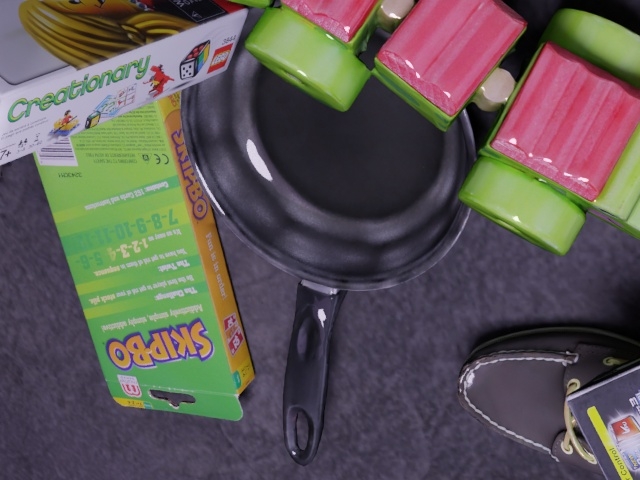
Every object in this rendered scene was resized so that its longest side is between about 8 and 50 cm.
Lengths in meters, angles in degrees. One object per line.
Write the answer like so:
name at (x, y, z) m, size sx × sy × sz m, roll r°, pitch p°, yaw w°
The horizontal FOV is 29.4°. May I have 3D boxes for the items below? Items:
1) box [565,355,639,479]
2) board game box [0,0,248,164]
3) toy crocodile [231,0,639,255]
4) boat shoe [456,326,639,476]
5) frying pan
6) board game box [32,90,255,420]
box at (0.273, 0.148, 0.575) m, size 0.216 × 0.060 × 0.270 m, roll -33°, pitch 79°, yaw 35°
board game box at (-0.215, -0.173, 0.682) m, size 0.305 × 0.193 × 0.053 m, roll 38°, pitch 129°, yaw 15°
toy crocodile at (0.072, -0.090, 0.611) m, size 0.340 × 0.105 × 0.115 m, roll 33°, pitch 92°, yaw 1°
boat shoe at (0.180, 0.100, 0.708) m, size 0.228 × 0.069 × 0.081 m, roll 8°, pitch 99°, yaw 26°
frying pan at (0.024, -0.004, 0.759) m, size 0.197 × 0.053 × 0.326 m, roll -5°, pitch 115°, yaw 32°
board game box at (-0.127, 0.010, 0.870) m, size 0.124 × 0.039 × 0.259 m, roll 3°, pitch 116°, yaw 30°
